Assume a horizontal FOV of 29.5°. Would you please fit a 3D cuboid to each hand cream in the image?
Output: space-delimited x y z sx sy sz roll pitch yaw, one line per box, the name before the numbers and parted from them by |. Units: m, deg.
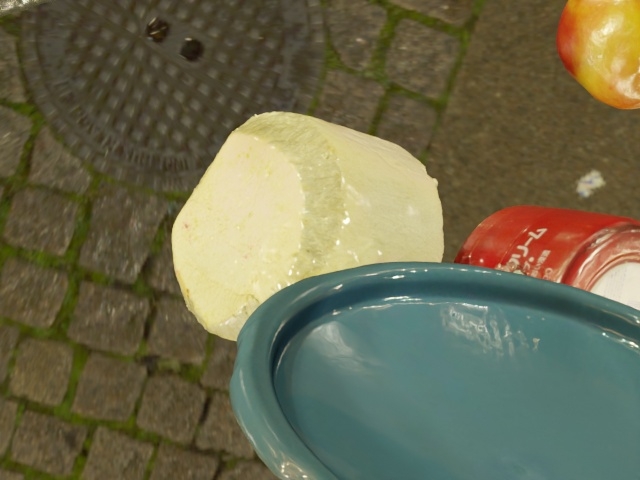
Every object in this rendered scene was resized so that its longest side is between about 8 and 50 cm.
hand cream | 0.245 0.078 1.212 0.230 0.149 0.230 -9 104 -40

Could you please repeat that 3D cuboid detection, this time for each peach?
peach | 0.220 -0.147 0.865 0.101 0.101 0.100 -1 100 -8

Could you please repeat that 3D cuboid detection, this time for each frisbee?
frisbee | 0.098 0.094 0.573 0.290 0.289 0.049 8 114 -10

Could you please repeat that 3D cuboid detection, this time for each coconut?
coconut | 0.000 0.000 1.185 0.244 0.239 0.239 10 100 -48

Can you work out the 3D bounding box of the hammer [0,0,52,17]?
hammer | -0.122 -0.166 0.720 0.288 0.111 0.033 -15 142 7
